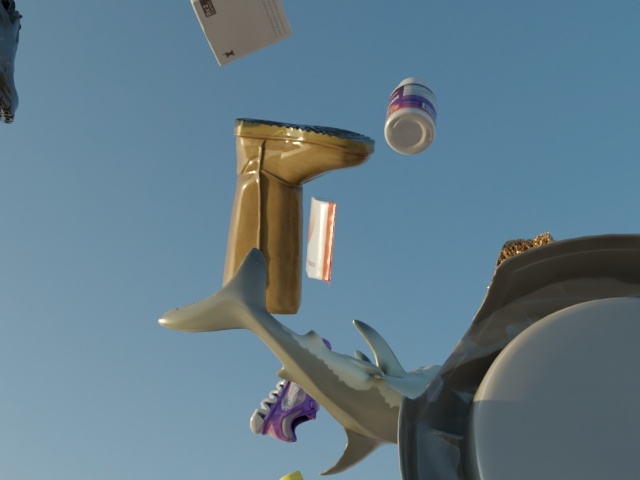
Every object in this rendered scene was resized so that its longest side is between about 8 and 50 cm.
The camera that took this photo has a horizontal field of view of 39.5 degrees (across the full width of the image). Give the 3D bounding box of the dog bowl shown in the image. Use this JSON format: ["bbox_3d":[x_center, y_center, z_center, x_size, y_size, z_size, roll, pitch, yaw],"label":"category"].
[{"bbox_3d":[0.224,0.158,0.598,0.348,0.349,0.102,-6,-39,-2],"label":"dog bowl"}]

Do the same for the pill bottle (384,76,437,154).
[{"bbox_3d":[0.198,-0.276,1.924,0.108,0.194,0.108,5,-55,6],"label":"pill bottle"}]

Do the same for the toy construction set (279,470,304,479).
[{"bbox_3d":[-0.153,0.387,1.091,0.327,0.151,0.215,-8,-23,-4],"label":"toy construction set"}]

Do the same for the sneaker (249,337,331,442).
[{"bbox_3d":[-0.036,0.309,1.796,0.104,0.236,0.095,28,-16,23],"label":"sneaker"}]

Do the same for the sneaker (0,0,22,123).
[{"bbox_3d":[-0.446,-0.256,1.198,0.109,0.130,0.286,21,-23,-7],"label":"sneaker"}]

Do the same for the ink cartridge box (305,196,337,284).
[{"bbox_3d":[0.000,0.000,1.601,0.045,0.146,0.179,5,6,-1],"label":"ink cartridge box"}]

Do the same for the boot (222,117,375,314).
[{"bbox_3d":[-0.034,-0.027,1.251,0.236,0.270,0.089,13,15,37],"label":"boot"}]

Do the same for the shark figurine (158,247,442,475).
[{"bbox_3d":[0.013,0.130,0.711,0.278,0.166,0.116,29,-73,-32],"label":"shark figurine"}]

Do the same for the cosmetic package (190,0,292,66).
[{"bbox_3d":[-0.162,-0.454,1.651,0.151,0.184,0.151,-24,-42,0],"label":"cosmetic package"}]

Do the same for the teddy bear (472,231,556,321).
[{"bbox_3d":[0.244,0.146,1.154,0.113,0.338,0.245,19,-55,14],"label":"teddy bear"}]
